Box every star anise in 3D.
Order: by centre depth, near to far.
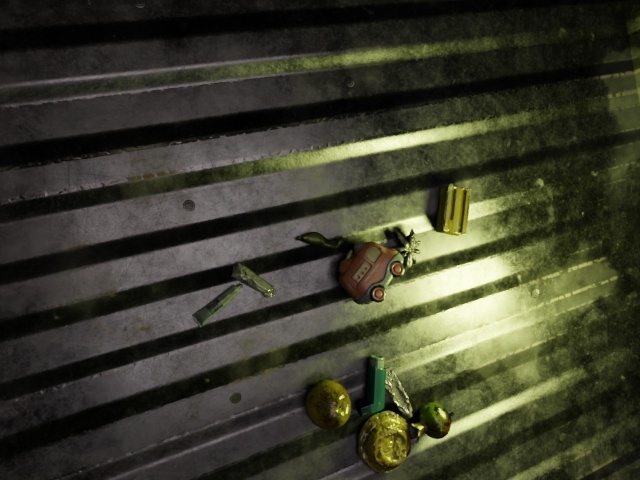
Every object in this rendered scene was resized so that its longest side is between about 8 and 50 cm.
[{"bbox_3d":[0.394,0.041,1.918,0.180,0.061,0.205,32,81,-15],"label":"star anise"}]

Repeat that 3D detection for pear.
[{"bbox_3d":[0.035,0.688,1.736,0.197,0.197,0.198,0,90,-18],"label":"pear"}]

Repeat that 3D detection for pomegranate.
[{"bbox_3d":[0.503,0.833,1.892,0.220,0.156,0.157,-19,96,-42],"label":"pomegranate"}]

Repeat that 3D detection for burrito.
[{"bbox_3d":[-0.273,0.169,1.704,0.203,0.064,0.064,36,79,-13],"label":"burrito"}]

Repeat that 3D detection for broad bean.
[{"bbox_3d":[0.000,0.000,1.797,0.213,0.048,0.071,6,88,-19],"label":"broad bean"}]

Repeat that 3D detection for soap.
[{"bbox_3d":[0.635,-0.144,1.990,0.134,0.076,0.234,9,86,-17],"label":"soap"}]

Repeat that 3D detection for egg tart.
[{"bbox_3d":[0.300,0.911,1.868,0.278,0.095,0.280,1,88,-17],"label":"egg tart"}]

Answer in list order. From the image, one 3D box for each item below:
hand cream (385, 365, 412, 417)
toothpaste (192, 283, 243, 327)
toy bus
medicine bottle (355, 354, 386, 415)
[{"bbox_3d":[0.355,0.707,1.913,0.084,0.050,0.257,-29,95,-13],"label":"hand cream"},{"bbox_3d":[-0.407,0.252,1.673,0.233,0.038,0.060,-39,97,-11],"label":"toothpaste"},{"bbox_3d":[0.205,0.129,1.803,0.232,0.194,0.288,38,79,-2],"label":"toy bus"},{"bbox_3d":[0.231,0.646,1.853,0.124,0.079,0.259,7,87,-15],"label":"medicine bottle"}]
